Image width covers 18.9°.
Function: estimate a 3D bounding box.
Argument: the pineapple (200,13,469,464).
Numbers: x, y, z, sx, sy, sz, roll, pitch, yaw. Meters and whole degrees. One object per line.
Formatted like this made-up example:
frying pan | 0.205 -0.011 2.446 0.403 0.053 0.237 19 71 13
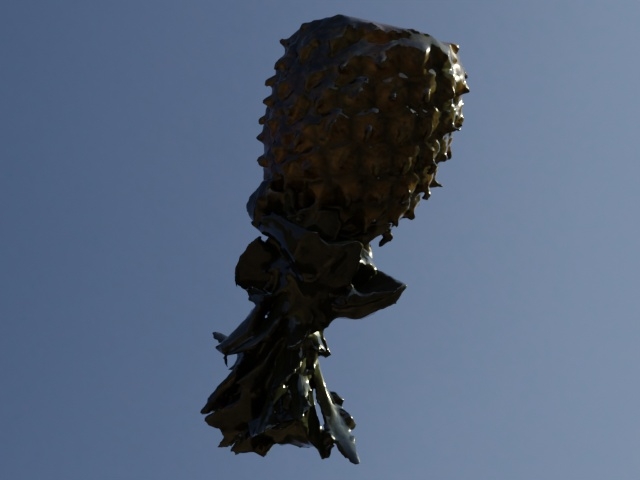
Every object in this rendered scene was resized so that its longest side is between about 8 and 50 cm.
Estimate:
pineapple | 0.000 0.000 1.059 0.125 0.125 0.251 27 -106 -47
